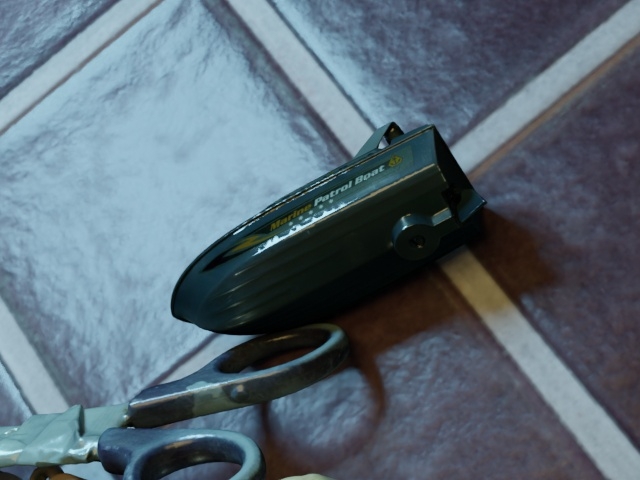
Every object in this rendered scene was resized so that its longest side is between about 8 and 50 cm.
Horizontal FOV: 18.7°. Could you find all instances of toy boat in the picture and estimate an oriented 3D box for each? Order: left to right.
[{"bbox_3d":[0.000,0.000,1.391,0.246,0.093,0.103,-28,39,11],"label":"toy boat"}]

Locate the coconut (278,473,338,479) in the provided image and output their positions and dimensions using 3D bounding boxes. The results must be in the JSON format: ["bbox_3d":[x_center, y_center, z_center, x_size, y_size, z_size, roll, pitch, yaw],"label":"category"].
[{"bbox_3d":[0.003,0.274,1.201,0.241,0.241,0.241,-9,65,19],"label":"coconut"}]

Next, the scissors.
[{"bbox_3d":[-0.179,0.136,1.364,0.383,0.029,0.256,-9,20,25],"label":"scissors"}]

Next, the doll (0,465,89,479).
[{"bbox_3d":[-0.211,0.289,1.340,0.154,0.119,0.278,-15,64,33],"label":"doll"}]
